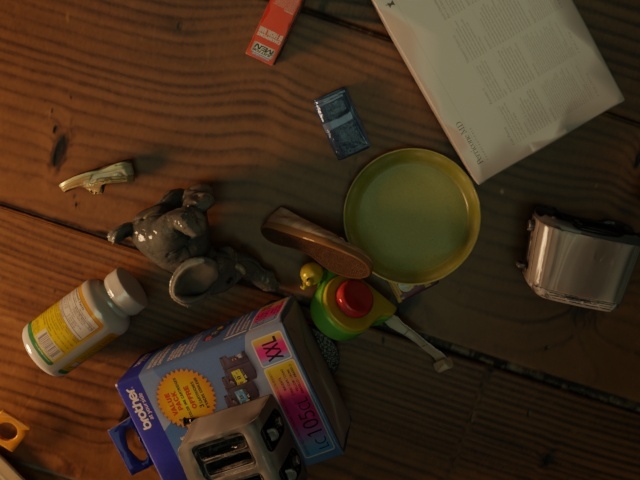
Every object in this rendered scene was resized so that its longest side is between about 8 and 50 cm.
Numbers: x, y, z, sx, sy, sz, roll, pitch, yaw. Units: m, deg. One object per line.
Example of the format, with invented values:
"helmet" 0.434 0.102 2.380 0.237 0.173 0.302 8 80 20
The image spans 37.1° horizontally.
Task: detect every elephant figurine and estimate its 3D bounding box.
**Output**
"elephant figurine" -0.215 0.036 1.679 0.186 0.169 0.239 -5 121 30

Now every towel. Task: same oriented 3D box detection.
"towel" 0.038 -0.205 1.680 0.067 0.029 0.119 -23 101 6

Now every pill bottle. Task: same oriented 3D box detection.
"pill bottle" -0.417 0.142 1.711 0.208 0.117 0.117 -36 100 8

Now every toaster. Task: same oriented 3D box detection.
"toaster" -0.136 0.364 1.585 0.186 0.110 0.168 -19 101 13
"toaster" 0.463 0.033 1.682 0.227 0.129 0.146 12 106 -4

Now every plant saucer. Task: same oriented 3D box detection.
"plant saucer" 0.162 -0.042 1.688 0.241 0.037 0.241 0 89 9

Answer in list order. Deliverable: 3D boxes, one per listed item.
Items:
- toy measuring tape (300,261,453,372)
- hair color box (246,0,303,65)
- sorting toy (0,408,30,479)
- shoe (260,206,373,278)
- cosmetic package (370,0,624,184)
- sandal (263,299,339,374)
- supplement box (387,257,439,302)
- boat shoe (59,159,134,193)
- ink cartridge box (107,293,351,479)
"toy measuring tape" 0.088 0.160 1.711 0.330 0.121 0.121 40 99 -7
"hair color box" -0.066 -0.381 1.610 0.053 0.093 0.167 24 101 -4
"sorting toy" -0.672 0.453 1.817 0.348 0.047 0.196 -40 104 8
"shoe" 0.000 0.000 1.676 0.219 0.058 0.076 23 146 18
"cosmetic package" 0.294 -0.328 1.619 0.284 0.097 0.377 -30 100 5
"sandal" -0.032 0.175 1.761 0.179 0.040 0.067 42 95 2
"supplement box" 0.165 0.069 1.731 0.083 0.043 0.055 -28 99 5
"boat shoe" -0.395 -0.104 1.692 0.135 0.050 0.045 -17 96 4
"ink cartridge box" -0.177 0.302 1.711 0.395 0.151 0.270 -22 99 15
